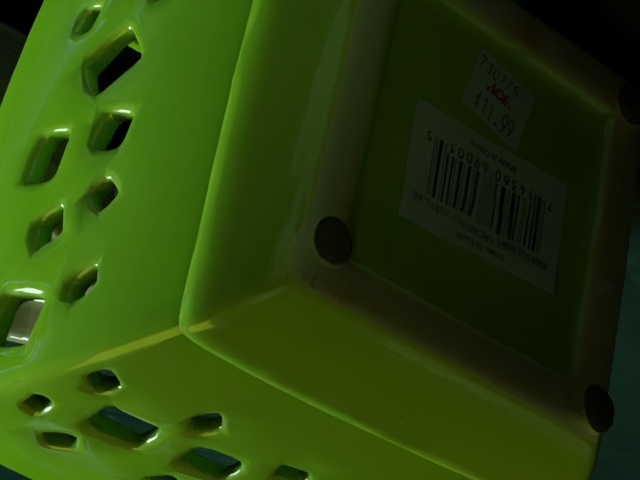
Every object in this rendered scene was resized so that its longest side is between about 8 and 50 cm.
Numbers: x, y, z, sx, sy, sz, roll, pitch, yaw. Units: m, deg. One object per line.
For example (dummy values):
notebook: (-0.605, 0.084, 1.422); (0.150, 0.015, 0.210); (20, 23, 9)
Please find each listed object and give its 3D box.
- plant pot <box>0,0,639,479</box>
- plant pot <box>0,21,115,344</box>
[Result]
plant pot: (0.000, 0.000, 0.698); (0.228, 0.227, 0.207); (29, 150, -32)
plant pot: (-0.202, -0.050, 0.945); (0.237, 0.110, 0.237); (22, 151, 13)
